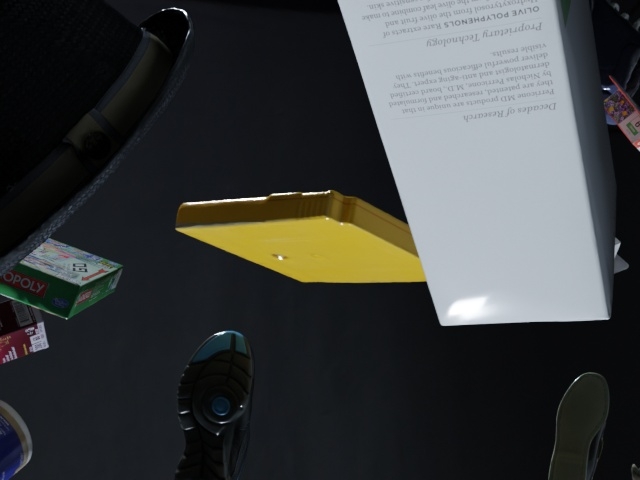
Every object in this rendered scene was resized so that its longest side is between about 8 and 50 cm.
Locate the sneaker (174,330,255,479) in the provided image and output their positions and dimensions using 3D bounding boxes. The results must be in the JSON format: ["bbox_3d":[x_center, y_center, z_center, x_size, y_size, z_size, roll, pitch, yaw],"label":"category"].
[{"bbox_3d":[-0.182,0.312,1.616,0.139,0.125,0.341,-34,-41,-72],"label":"sneaker"}]

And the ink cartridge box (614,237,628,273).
[{"bbox_3d":[0.261,0.007,1.040,0.104,0.181,0.061,52,150,38],"label":"ink cartridge box"}]

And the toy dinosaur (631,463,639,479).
[{"bbox_3d":[0.584,0.397,1.429,0.160,0.313,0.121,60,-179,-26],"label":"toy dinosaur"}]

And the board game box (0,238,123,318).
[{"bbox_3d":[-0.391,0.027,1.204,0.317,0.213,0.046,-142,74,-85],"label":"board game box"}]

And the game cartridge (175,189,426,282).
[{"bbox_3d":[0.000,0.000,1.309,0.324,0.285,0.052,-4,69,42],"label":"game cartridge"}]

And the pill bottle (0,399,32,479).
[{"bbox_3d":[-0.633,0.393,1.548,0.265,0.153,0.153,-41,-23,-54],"label":"pill bottle"}]

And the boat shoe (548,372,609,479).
[{"bbox_3d":[0.447,0.342,1.578,0.081,0.068,0.227,12,70,28],"label":"boat shoe"}]

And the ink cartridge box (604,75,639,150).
[{"bbox_3d":[0.332,-0.127,0.970,0.029,0.115,0.063,-40,57,21],"label":"ink cartridge box"}]

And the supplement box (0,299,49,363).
[{"bbox_3d":[-0.654,0.194,1.751,0.073,0.239,0.130,62,158,22],"label":"supplement box"}]

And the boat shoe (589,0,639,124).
[{"bbox_3d":[0.366,-0.280,1.222,0.127,0.158,0.340,73,-143,-51],"label":"boat shoe"}]

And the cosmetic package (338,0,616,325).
[{"bbox_3d":[0.140,-0.124,0.738,0.197,0.155,0.365,-70,-34,-45],"label":"cosmetic package"}]

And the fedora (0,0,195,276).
[{"bbox_3d":[-0.265,-0.111,0.749,0.334,0.152,0.334,-32,29,20],"label":"fedora"}]
